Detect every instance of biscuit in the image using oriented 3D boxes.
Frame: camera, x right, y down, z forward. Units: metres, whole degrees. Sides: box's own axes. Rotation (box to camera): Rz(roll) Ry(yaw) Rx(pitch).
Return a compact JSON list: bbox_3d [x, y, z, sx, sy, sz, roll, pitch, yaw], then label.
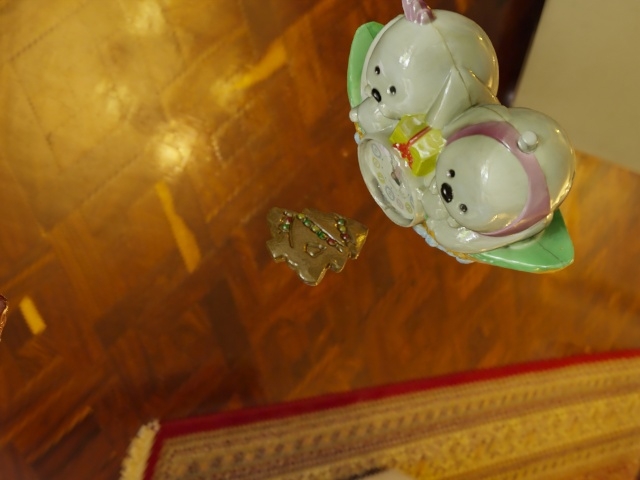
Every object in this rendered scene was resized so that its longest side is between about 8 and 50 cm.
[{"bbox_3d":[0.000,0.000,0.913,0.092,0.082,0.016,-10,141,-24],"label":"biscuit"}]

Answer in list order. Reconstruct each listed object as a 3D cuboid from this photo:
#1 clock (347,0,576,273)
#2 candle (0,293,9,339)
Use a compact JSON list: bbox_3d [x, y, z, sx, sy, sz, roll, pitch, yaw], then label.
[{"bbox_3d":[0.093,-0.069,0.769,0.103,0.231,0.144,-31,160,-18],"label":"clock"},{"bbox_3d":[-0.476,0.203,1.505,0.048,0.051,0.329,-27,146,-62],"label":"candle"}]
